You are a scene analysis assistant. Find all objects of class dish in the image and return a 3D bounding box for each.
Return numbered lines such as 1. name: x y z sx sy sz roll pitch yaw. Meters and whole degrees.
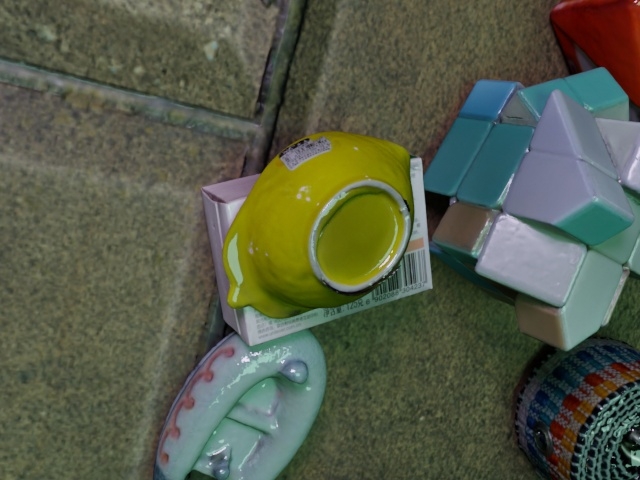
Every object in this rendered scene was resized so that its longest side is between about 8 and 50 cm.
1. dish: 0.014 -0.006 0.659 0.207 0.080 0.149 -44 116 -11

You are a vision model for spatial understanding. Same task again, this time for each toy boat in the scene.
1. toy boat: -0.068 0.171 0.756 0.134 0.079 0.208 33 90 -27

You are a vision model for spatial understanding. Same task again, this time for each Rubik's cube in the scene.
1. Rubik's cube: 0.239 -0.035 0.765 0.224 0.213 0.265 31 85 -33

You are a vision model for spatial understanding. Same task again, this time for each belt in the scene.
1. belt: 0.358 0.237 0.944 0.257 0.150 0.207 37 94 -28

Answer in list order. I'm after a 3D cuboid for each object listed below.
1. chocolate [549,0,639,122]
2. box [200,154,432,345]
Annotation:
1. chocolate: 0.453 -0.201 0.864 0.360 0.161 0.341 -38 117 -13
2. box: 0.000 0.000 0.741 0.199 0.081 0.135 -15 110 -24
